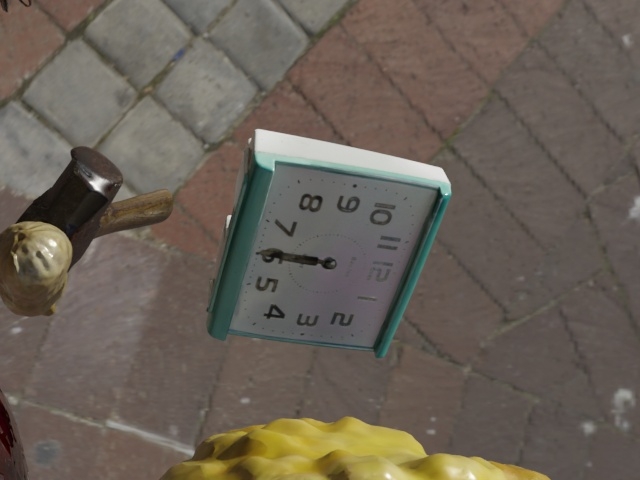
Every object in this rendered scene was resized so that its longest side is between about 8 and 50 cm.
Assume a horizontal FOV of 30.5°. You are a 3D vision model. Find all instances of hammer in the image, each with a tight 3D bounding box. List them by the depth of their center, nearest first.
[{"bbox_3d":[-0.324,-0.033,1.816,0.095,0.409,0.242,42,108,10],"label":"hammer"}]

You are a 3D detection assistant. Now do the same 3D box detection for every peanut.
[{"bbox_3d":[-0.332,0.034,1.365,0.100,0.214,0.099,3,70,-8],"label":"peanut"}]

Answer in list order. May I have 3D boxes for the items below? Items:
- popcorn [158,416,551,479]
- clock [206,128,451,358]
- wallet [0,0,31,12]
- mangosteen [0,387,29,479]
[{"bbox_3d":[0.016,0.131,0.405,0.170,0.180,0.180,43,69,-7],"label":"popcorn"},{"bbox_3d":[0.000,0.000,1.361,0.231,0.262,0.116,8,39,-13],"label":"clock"},{"bbox_3d":[-0.261,-0.329,1.203,0.275,0.335,0.068,-29,98,7],"label":"wallet"},{"bbox_3d":[-0.269,0.085,0.466,0.307,0.307,0.347,-4,98,-24],"label":"mangosteen"}]
